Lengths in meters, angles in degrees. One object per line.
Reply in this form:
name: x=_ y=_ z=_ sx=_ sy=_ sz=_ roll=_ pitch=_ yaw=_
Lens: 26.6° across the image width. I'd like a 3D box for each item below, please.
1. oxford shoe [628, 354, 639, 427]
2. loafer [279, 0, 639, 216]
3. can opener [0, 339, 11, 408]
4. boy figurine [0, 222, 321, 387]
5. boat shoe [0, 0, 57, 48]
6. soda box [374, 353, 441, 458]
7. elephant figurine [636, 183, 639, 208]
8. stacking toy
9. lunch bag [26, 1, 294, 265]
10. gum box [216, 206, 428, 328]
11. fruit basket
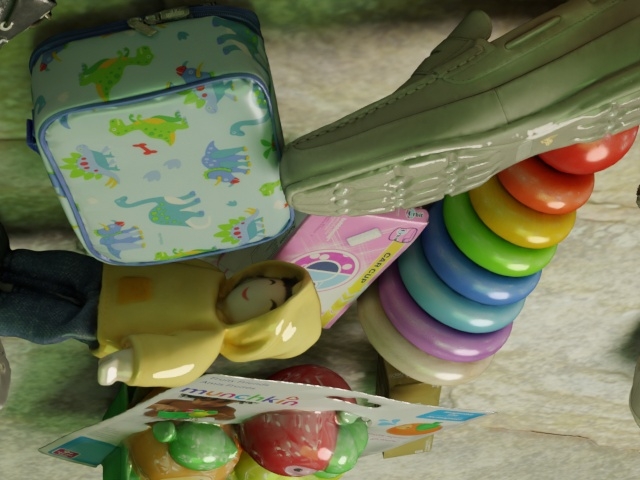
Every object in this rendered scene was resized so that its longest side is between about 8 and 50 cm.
oxford shoe: x=0.551 y=0.111 z=1.451 sx=0.449 sy=0.169 sz=0.130 roll=-14 pitch=130 yaw=6
loafer: x=0.116 y=-0.106 z=0.972 sx=0.319 sy=0.111 sz=0.112 roll=-19 pitch=163 yaw=-6
can opener: x=-0.376 y=0.099 z=1.152 sx=0.095 sy=0.076 sz=0.283 roll=-16 pitch=161 yaw=27
boy figurine: x=-0.140 y=0.056 z=1.093 sx=0.285 sy=0.177 sz=0.092 roll=7 pitch=124 yaw=-2
boat shoe: x=-0.190 y=-0.168 z=0.834 sx=0.076 sy=0.080 sz=0.228 roll=6 pitch=137 yaw=-24
soda box: x=0.093 y=0.170 z=1.468 sx=0.058 sy=0.061 sz=0.181 roll=-8 pitch=148 yaw=-4
elephant figurine: x=0.397 y=-0.023 z=1.197 sx=0.239 sy=0.169 sz=0.186 roll=-12 pitch=115 yaw=7
stacking toy: x=0.160 y=-0.020 z=1.141 sx=0.141 sy=0.141 sz=0.330 roll=7 pitch=138 yaw=-27
lunch bag: x=-0.115 y=-0.071 z=0.991 sx=0.176 sy=0.090 sz=0.219 roll=-12 pitch=148 yaw=-1
gum box: x=0.000 y=0.000 z=1.167 sx=0.107 sy=0.062 sz=0.188 roll=8 pitch=143 yaw=-29
fruit basket: x=-0.059 y=0.204 z=1.333 sx=0.327 sy=0.165 sz=0.353 roll=12 pitch=160 yaw=-34
